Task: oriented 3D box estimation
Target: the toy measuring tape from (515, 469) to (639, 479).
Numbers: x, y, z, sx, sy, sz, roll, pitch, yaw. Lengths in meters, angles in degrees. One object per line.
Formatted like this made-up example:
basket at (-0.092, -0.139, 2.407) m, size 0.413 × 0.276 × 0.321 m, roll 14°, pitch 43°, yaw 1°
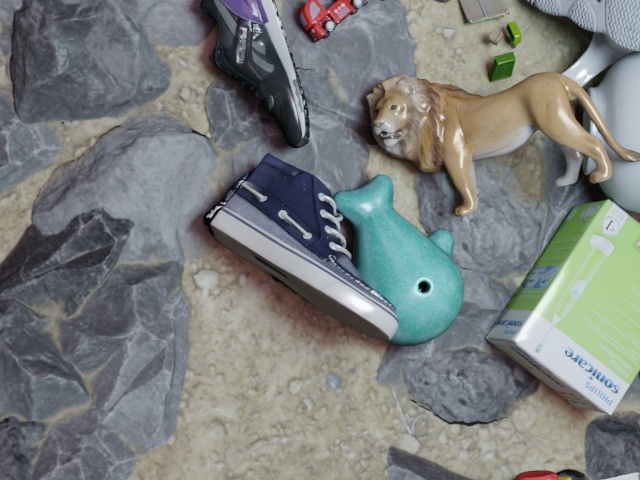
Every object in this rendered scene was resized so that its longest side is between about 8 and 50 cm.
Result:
toy measuring tape at (0.413, 0.421, 1.597) m, size 0.330 × 0.121 × 0.121 m, roll -5°, pitch 88°, yaw -14°

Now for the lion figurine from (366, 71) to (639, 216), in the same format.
lion figurine at (0.275, -0.177, 1.528) m, size 0.392 × 0.142 × 0.240 m, roll -14°, pitch 94°, yaw 19°

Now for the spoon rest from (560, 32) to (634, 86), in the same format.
spoon rest at (0.486, -0.333, 1.679) m, size 0.276 × 0.084 × 0.137 m, roll -44°, pitch 97°, yaw -11°

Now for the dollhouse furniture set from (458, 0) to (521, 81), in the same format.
dollhouse furniture set at (0.286, -0.349, 1.663) m, size 0.076 × 0.058 × 0.151 m, roll -16°, pitch 71°, yaw -7°

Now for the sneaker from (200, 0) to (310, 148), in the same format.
sneaker at (-0.102, -0.268, 1.539) m, size 0.124 × 0.107 × 0.283 m, roll -18°, pitch 87°, yaw 1°

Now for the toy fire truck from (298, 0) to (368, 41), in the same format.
toy fire truck at (0.023, -0.426, 1.592) m, size 0.192 × 0.047 × 0.135 m, roll -42°, pitch 96°, yaw -12°

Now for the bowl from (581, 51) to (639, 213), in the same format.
bowl at (0.495, -0.175, 1.594) m, size 0.134 × 0.298 × 0.297 m, roll 2°, pitch 85°, yaw 10°

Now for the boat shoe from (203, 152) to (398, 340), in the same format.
boat shoe at (0.000, 0.000, 1.478) m, size 0.341 × 0.127 × 0.158 m, roll 33°, pitch 75°, yaw 13°

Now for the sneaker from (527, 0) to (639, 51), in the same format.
sneaker at (0.478, -0.428, 1.602) m, size 0.210 × 0.366 × 0.137 m, roll -18°, pitch 134°, yaw -29°

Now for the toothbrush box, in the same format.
toothbrush box at (0.444, 0.107, 1.620) m, size 0.206 × 0.122 × 0.283 m, roll 37°, pitch 78°, yaw -9°

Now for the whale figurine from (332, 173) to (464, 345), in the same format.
whale figurine at (0.119, 0.030, 1.537) m, size 0.216 × 0.141 × 0.272 m, roll -22°, pitch 90°, yaw -13°
